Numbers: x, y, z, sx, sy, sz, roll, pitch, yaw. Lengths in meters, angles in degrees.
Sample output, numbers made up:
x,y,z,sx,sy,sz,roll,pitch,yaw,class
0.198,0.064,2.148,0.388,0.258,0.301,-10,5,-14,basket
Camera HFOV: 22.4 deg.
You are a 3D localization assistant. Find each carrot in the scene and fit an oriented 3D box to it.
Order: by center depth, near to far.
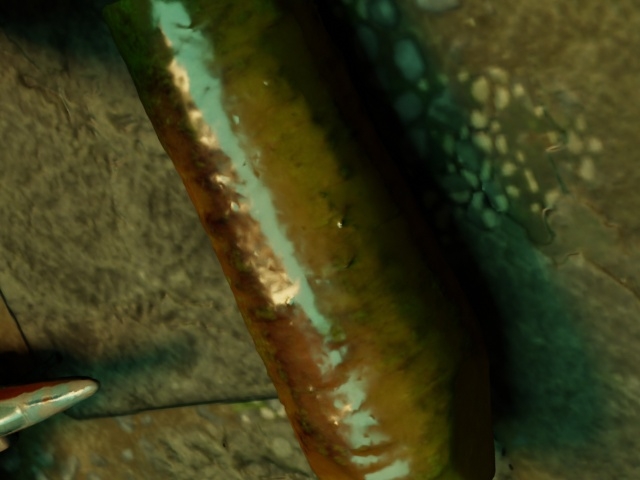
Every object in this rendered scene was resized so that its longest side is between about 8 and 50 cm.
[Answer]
x,y,z,sx,sy,sz,roll,pitch,yaw,class
0.000,0.000,0.814,0.114,0.114,0.301,-14,106,38,carrot

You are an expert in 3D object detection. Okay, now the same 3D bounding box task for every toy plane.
x,y,z,sx,sy,sz,roll,pitch,yaw,class
-0.242,0.112,1.045,0.326,0.104,0.223,-18,107,35,toy plane
